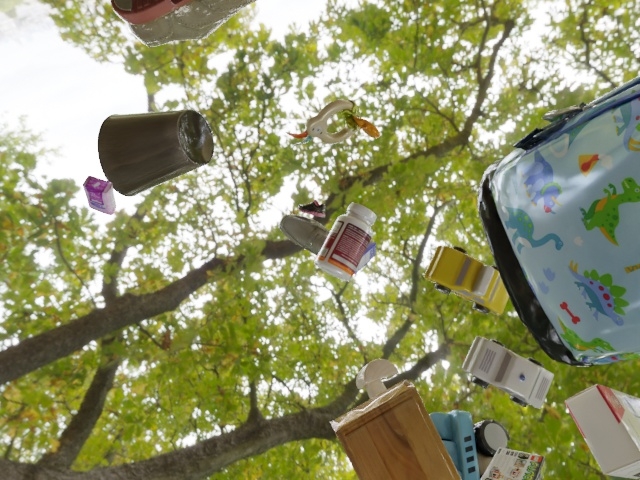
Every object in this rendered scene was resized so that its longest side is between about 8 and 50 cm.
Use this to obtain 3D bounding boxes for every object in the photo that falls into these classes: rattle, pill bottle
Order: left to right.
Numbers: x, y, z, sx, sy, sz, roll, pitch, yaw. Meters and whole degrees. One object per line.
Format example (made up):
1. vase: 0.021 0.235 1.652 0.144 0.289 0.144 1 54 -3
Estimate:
1. rattle: 0.028 -0.265 1.115 0.200 0.130 0.143 -22 -110 -14
2. pill bottle: 0.057 0.002 0.915 0.086 0.086 0.152 20 -103 44

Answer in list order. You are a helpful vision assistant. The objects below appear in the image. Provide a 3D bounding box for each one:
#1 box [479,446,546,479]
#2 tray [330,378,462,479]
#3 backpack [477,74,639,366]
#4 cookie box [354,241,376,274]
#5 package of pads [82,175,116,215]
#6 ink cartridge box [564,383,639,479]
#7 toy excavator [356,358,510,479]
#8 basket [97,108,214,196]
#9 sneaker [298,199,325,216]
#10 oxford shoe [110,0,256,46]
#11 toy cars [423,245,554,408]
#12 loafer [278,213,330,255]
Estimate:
1. box: 0.456 0.571 1.038 0.114 0.036 0.207 -6 -176 39
2. tray: 0.208 0.551 0.976 0.203 0.411 0.076 -27 179 -9
3. backpack: 0.324 -0.029 0.400 0.273 0.290 0.355 -10 167 -36
4. cookie box: 0.074 0.034 1.079 0.092 0.040 0.107 15 -147 31
5. package of pads: -0.438 -0.088 0.866 0.050 0.083 0.032 19 -125 -7
6. ink cartridge box: 0.725 0.457 1.029 0.100 0.237 0.172 -49 -147 32
7. toy excavator: 0.336 0.612 1.364 0.445 0.222 0.433 12 -126 -13
8. basket: -0.379 -0.218 1.023 0.227 0.204 0.154 -6 178 24
9. sneaker: -0.028 -0.119 1.551 0.119 0.057 0.047 16 -170 34
10. oxford shoe: -0.219 -0.482 0.860 0.348 0.130 0.123 -14 -106 1
11. toy cars: 0.358 0.179 0.892 0.176 0.393 0.087 -22 178 -8
12. loafer: 0.000 0.000 1.552 0.112 0.319 0.111 -64 -169 1
